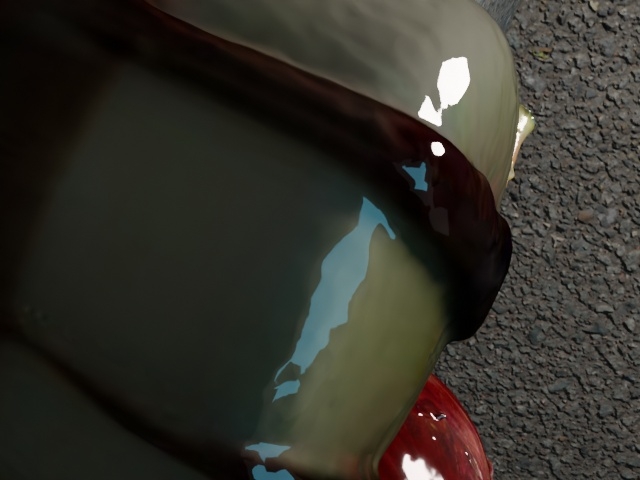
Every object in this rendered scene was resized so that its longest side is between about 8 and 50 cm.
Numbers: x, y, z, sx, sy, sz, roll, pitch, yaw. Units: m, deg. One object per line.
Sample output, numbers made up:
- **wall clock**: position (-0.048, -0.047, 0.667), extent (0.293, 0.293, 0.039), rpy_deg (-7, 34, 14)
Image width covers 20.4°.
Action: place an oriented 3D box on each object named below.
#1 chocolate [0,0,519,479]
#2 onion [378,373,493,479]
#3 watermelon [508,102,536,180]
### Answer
- **chocolate**: position (-0.032, 0.003, 0.647), extent (0.283, 0.186, 0.283), rpy_deg (-62, 174, -11)
- **onion**: position (-0.022, 0.179, 1.092), extent (0.276, 0.276, 0.276), rpy_deg (-62, 174, -12)
- **watermelon**: position (-0.014, -0.022, 1.012), extent (0.303, 0.159, 0.128), rpy_deg (-52, 139, -37)
